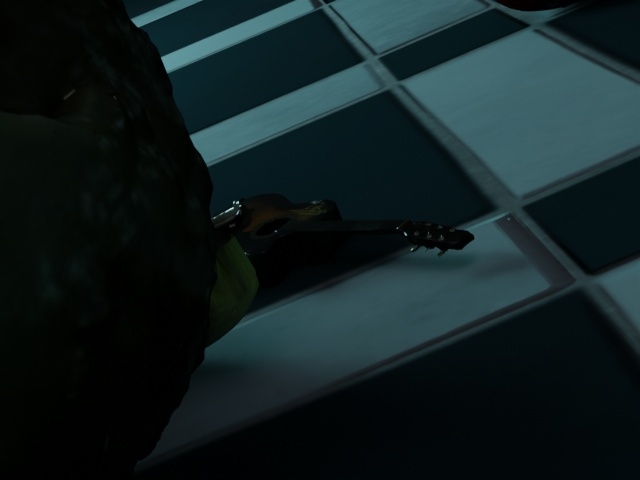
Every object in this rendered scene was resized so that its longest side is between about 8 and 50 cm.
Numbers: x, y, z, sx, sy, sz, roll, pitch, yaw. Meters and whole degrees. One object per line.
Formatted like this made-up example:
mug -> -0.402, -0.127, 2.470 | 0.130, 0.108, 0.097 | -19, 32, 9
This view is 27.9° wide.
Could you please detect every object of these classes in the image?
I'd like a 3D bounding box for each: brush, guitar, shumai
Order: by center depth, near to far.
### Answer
shumai -> -0.233, 0.045, 0.411 | 0.395, 0.395, 0.348 | -22, 17, 3
brush -> -0.149, 0.059, 0.747 | 0.313, 0.067, 0.072 | -22, 2, 38
guitar -> 0.000, 0.000, 0.763 | 0.233, 0.025, 0.088 | 1, 30, 48

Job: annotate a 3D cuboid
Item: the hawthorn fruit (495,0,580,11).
hawthorn fruit -> 0.179, -0.264, 1.072 | 0.157, 0.157, 0.194 | -6, 29, 40
